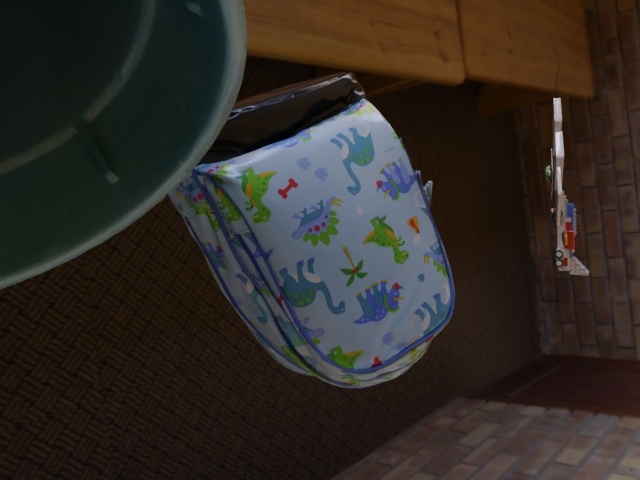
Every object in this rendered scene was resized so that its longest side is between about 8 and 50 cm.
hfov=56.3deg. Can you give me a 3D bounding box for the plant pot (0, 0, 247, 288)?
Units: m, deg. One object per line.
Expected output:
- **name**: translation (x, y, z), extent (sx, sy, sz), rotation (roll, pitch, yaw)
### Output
- **plant pot**: translation (-0.269, -0.177, 0.341), extent (0.341, 0.341, 0.334), rotation (-9, 61, -48)

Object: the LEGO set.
- **LEGO set**: translation (0.378, -0.068, 0.913), extent (0.244, 0.060, 0.182), rotation (64, 32, -52)

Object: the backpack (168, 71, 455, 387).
- **backpack**: translation (0.000, 0.000, 0.708), extent (0.290, 0.273, 0.356), rotation (-25, 109, -29)
